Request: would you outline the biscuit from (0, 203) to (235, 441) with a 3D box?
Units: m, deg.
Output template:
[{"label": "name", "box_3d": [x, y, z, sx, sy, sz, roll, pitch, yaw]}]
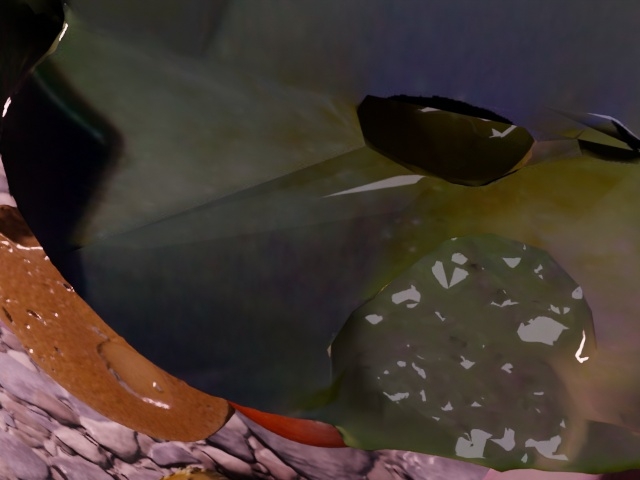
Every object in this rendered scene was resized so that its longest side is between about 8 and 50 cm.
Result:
[{"label": "biscuit", "box_3d": [-0.129, 0.051, 1.248, 0.208, 0.049, 0.181, 7, 137, 40]}]

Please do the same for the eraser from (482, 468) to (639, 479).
[{"label": "eraser", "box_3d": [0.170, 0.317, 1.076, 0.122, 0.272, 0.359, -7, 126, 49]}]

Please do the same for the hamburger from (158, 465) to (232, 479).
[{"label": "hamburger", "box_3d": [-0.101, 0.269, 1.343, 0.122, 0.215, 0.189, 37, 166, -26]}]

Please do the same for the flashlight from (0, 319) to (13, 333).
[{"label": "flashlight", "box_3d": [-0.215, 0.050, 1.351, 0.110, 0.052, 0.031, 35, -175, -6]}]

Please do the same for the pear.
[{"label": "pear", "box_3d": [0.077, -0.091, 0.700, 0.398, 0.165, 0.399, 8, 138, 7]}]

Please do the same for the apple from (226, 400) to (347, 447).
[{"label": "apple", "box_3d": [0.000, 0.000, 0.950, 0.199, 0.199, 0.199, 26, 146, 19]}]
